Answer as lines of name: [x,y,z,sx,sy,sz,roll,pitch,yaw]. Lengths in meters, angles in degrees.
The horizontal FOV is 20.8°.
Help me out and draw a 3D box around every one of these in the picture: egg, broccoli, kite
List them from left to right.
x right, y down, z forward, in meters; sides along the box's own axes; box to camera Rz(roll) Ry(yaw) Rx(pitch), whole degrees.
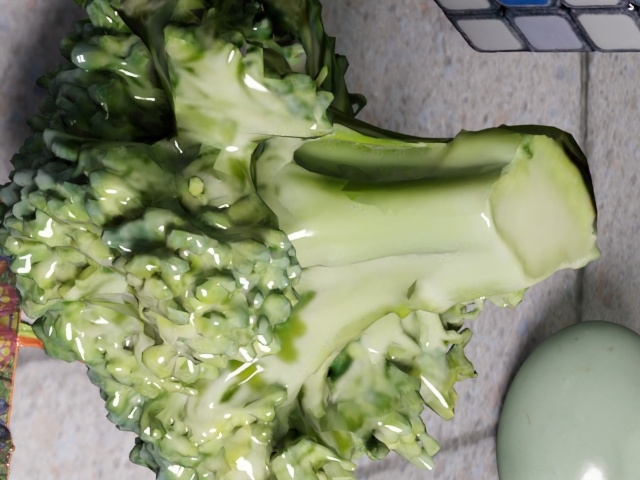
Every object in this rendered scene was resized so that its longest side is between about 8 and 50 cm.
kite: [-0.182,0.053,0.973,0.159,0.010,0.190,5,90,-53]
broccoli: [-0.025,-0.003,0.973,0.338,0.317,0.277,38,57,-12]
egg: [0.215,0.158,1.388,0.149,0.149,0.192,30,61,-50]

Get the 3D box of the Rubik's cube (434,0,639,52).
Rubik's cube: [0.203,-0.322,1.212,0.293,0.287,0.292,43,61,-45]
